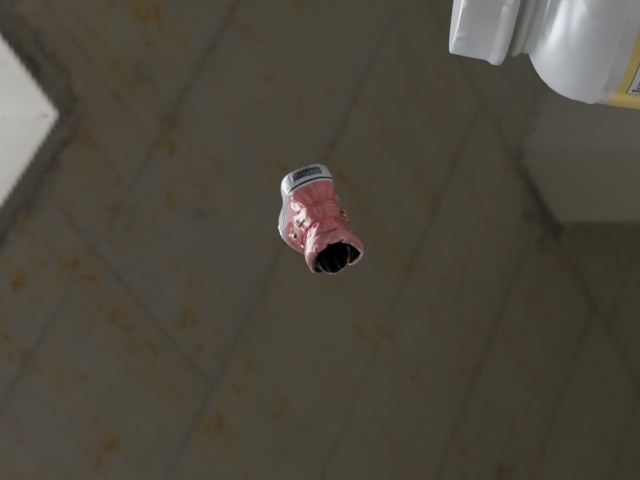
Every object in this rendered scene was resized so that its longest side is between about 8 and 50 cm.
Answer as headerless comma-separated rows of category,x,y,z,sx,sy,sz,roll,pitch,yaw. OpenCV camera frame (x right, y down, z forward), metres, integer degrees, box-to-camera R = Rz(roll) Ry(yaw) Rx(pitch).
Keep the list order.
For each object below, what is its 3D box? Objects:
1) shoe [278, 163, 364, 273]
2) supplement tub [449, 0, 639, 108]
shoe,0.000,0.000,1.346,0.178,0.063,0.081,84,167,-70
supplement tub,0.255,-0.188,0.851,0.241,0.331,0.241,8,-90,-88
